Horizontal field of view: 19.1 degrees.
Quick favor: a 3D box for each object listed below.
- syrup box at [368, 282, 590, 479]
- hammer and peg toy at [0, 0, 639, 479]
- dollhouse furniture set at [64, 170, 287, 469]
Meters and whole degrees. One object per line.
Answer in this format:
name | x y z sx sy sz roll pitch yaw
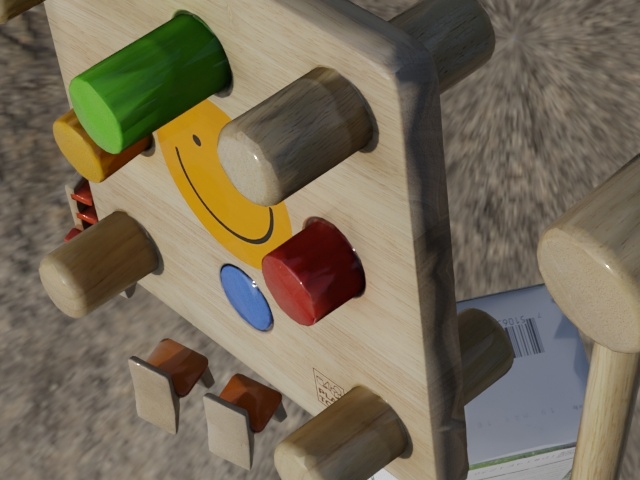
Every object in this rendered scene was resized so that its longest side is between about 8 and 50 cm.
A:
syrup box | 0.084 0.117 1.110 0.093 0.237 0.096 -11 69 -13
hammer and peg toy | 0.000 0.000 0.824 0.127 0.266 0.361 -35 49 -26
dollhouse furniture set | -0.090 0.021 1.644 0.259 0.135 0.262 25 60 18
